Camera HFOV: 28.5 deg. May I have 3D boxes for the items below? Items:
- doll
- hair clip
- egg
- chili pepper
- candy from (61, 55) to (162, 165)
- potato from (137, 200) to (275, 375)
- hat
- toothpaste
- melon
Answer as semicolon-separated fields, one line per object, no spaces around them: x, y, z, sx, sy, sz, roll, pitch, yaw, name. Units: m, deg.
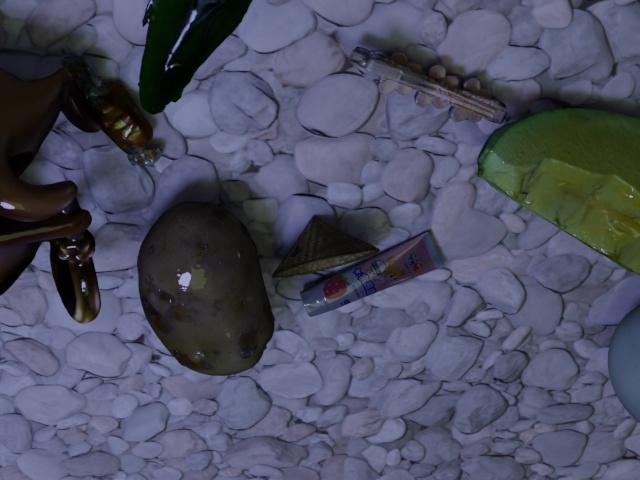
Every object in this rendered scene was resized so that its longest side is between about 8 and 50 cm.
-0.371;-0.061;1.448;0.209;0.318;0.340;-30;158;-42;doll
0.126;-0.184;1.499;0.214;0.056;0.062;16;112;-31;hair clip
0.507;0.187;1.789;0.183;0.183;0.264;-24;138;13;egg
-0.147;-0.228;1.413;0.108;0.062;0.216;16;130;-21;chili pepper
-0.241;-0.146;1.483;0.053;0.046;0.182;-22;133;14;candy
-0.149;0.064;1.618;0.165;0.165;0.262;-15;126;6;potato
0.000;0.000;1.641;0.146;0.067;0.146;-14;174;-2;hat
0.068;0.050;1.707;0.194;0.043;0.067;-24;128;6;toothpaste
0.334;-0.075;1.575;0.323;0.124;0.196;24;123;-18;melon
